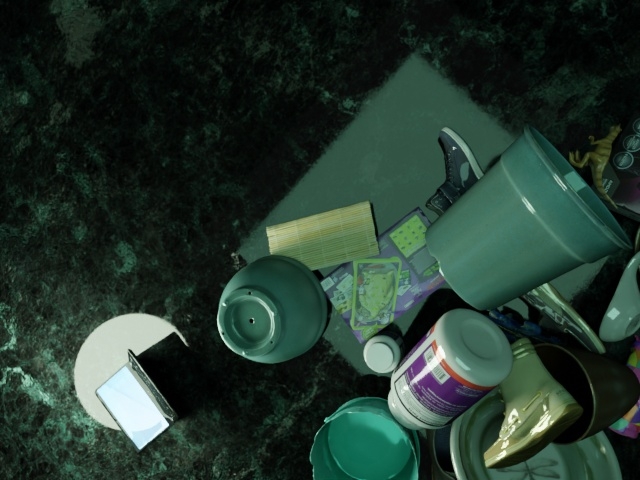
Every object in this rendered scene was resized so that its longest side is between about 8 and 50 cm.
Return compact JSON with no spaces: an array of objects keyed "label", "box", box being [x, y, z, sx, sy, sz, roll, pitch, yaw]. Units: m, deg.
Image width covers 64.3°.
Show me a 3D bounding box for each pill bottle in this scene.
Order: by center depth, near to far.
[{"label":"pill bottle","box":[0.282,0.313,1.178,0.181,0.181,0.323,35,134,9]},{"label":"pill bottle","box":[0.163,0.287,1.311,0.094,0.169,0.094,-1,86,15]}]

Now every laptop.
[{"label":"laptop","box":[-0.532,0.464,1.457,0.136,0.264,0.234,-37,83,-29]}]

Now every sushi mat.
[{"label":"sushi mat","box":[0.000,0.000,1.395,0.316,0.019,0.152,-14,84,18]}]

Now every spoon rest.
[{"label":"spoon rest","box":[0.754,0.126,1.224,0.084,0.137,0.277,44,115,48]}]

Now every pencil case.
[{"label":"pencil case","box":[0.769,0.359,1.244,0.104,0.104,0.237,25,92,9]}]

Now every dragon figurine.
[{"label":"dragon figurine","box":[0.478,0.228,1.243,0.144,0.289,0.085,29,94,52]}]

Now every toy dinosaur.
[{"label":"toy dinosaur","box":[0.655,-0.187,1.207,0.112,0.064,0.212,8,79,46]}]

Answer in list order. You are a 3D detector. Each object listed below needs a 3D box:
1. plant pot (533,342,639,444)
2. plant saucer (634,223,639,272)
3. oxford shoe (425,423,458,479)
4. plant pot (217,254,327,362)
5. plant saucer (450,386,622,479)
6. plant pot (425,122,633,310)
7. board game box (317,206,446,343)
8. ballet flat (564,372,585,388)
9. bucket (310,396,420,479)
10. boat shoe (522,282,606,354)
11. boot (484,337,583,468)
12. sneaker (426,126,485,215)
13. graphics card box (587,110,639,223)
[{"label":"plant pot","box":[0.609,0.339,1.168,0.230,0.215,0.216,2,90,-24]},{"label":"plant saucer","box":[0.912,0.019,1.245,0.277,0.041,0.278,0,91,10]},{"label":"oxford shoe","box":[0.342,0.608,1.299,0.129,0.132,0.364,-19,87,10]},{"label":"plant pot","box":[-0.149,0.196,1.338,0.292,0.196,0.294,2,96,18]},{"label":"plant saucer","box":[0.499,0.532,1.224,0.399,0.101,0.401,3,51,-4]},{"label":"plant pot","box":[0.447,-0.027,1.171,0.334,0.341,0.341,-42,82,30]},{"label":"board game box","box":[0.188,0.095,1.375,0.346,0.056,0.208,-37,80,8]},{"label":"ballet flat","box":[0.570,0.340,1.291,0.188,0.070,0.070,12,92,-3]},{"label":"bucket","box":[0.121,0.547,1.316,0.280,0.183,0.282,0,90,10]},{"label":"boat shoe","box":[0.582,0.183,1.278,0.092,0.103,0.285,-43,79,13]},{"label":"boot","box":[0.428,0.369,1.148,0.262,0.095,0.204,-59,37,30]},{"label":"sneaker","box":[0.329,-0.168,1.328,0.163,0.086,0.226,-30,86,6]},{"label":"graphics card box","box":[0.855,-0.124,1.181,0.370,0.094,0.233,32,96,27]}]
